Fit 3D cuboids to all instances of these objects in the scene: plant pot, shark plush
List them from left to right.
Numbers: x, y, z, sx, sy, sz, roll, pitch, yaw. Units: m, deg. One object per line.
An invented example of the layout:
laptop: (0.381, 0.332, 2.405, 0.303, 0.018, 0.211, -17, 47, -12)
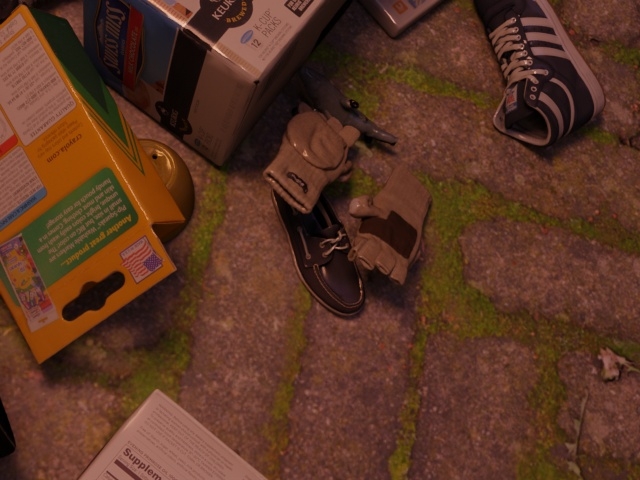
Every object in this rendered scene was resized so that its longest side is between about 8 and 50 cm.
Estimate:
plant pot: (-0.211, -0.069, 0.918, 0.134, 0.095, 0.134, 6, 71, -16)
shark plush: (0.029, -0.171, 1.042, 0.161, 0.067, 0.073, 44, 66, -1)

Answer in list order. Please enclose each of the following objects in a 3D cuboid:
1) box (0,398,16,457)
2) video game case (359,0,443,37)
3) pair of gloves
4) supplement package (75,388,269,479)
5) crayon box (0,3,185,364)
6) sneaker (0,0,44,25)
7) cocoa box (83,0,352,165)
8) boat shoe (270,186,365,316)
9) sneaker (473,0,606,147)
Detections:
box: (-0.575, 0.032, 0.633, 0.471, 0.297, 0.480, -20, 71, -23)
video game case: (0.126, -0.510, 1.197, 0.329, 0.036, 0.300, -41, 89, -24)
pair of gloves: (0.041, -0.061, 0.982, 0.240, 0.042, 0.204, 38, 41, -16)
supplement package: (-0.139, 0.273, 0.742, 0.204, 0.262, 0.145, 40, 66, -2)
crayon box: (-0.292, -0.058, 0.840, 0.203, 0.083, 0.323, -33, 83, 17)
sneaker: (-0.349, -0.314, 0.953, 0.268, 0.101, 0.153, -1, 74, -12)
cocoa box: (-0.100, -0.319, 0.957, 0.228, 0.231, 0.347, 36, 66, -3)
boat shoe: (0.000, 0.000, 0.980, 0.075, 0.065, 0.206, -24, 82, -23)
sneaker: (0.290, -0.267, 1.139, 0.153, 0.099, 0.282, -38, 90, -26)
